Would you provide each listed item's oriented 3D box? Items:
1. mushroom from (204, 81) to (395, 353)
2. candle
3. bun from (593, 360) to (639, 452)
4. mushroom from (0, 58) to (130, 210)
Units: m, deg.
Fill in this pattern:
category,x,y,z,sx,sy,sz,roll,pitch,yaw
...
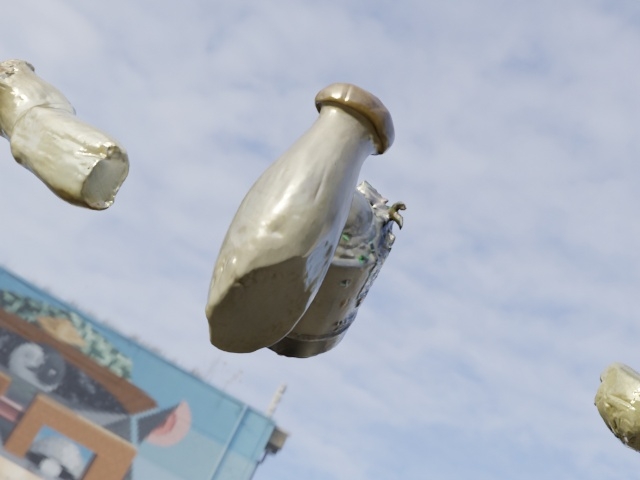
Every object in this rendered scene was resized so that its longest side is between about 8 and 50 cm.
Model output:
category,x,y,z,sx,sy,sz,roll,pitch,yaw
mushroom,-0.025,-0.029,1.088,0.128,0.350,0.128,27,-20,11
candle,0.000,0.000,1.272,0.187,0.187,0.330,26,-49,1
bun,0.551,0.303,1.602,0.210,0.116,0.237,32,6,-34
mushroom,-0.191,-0.074,0.658,0.054,0.059,0.202,28,7,-46
